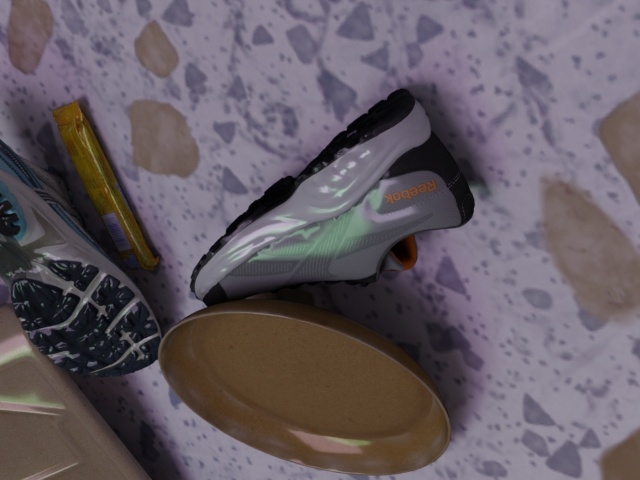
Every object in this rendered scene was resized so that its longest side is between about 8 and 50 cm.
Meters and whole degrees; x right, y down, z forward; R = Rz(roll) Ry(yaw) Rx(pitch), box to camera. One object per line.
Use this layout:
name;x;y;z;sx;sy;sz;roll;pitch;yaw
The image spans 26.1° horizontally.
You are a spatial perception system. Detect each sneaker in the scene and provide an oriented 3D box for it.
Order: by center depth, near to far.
sneaker;0.000;0.000;1.008;0.108;0.100;0.271;49;135;-9
sneaker;-0.227;0.000;1.181;0.110;0.122;0.283;-27;122;22

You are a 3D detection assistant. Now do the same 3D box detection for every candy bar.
candy bar;-0.182;-0.042;1.169;0.040;0.018;0.162;-10;111;44

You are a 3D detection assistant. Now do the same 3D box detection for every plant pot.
plant pot;-0.010;0.112;1.074;0.236;0.032;0.236;13;146;9

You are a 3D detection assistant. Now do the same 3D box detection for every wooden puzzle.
wooden puzzle;-0.309;0.247;1.337;0.322;0.080;0.348;-25;108;21
